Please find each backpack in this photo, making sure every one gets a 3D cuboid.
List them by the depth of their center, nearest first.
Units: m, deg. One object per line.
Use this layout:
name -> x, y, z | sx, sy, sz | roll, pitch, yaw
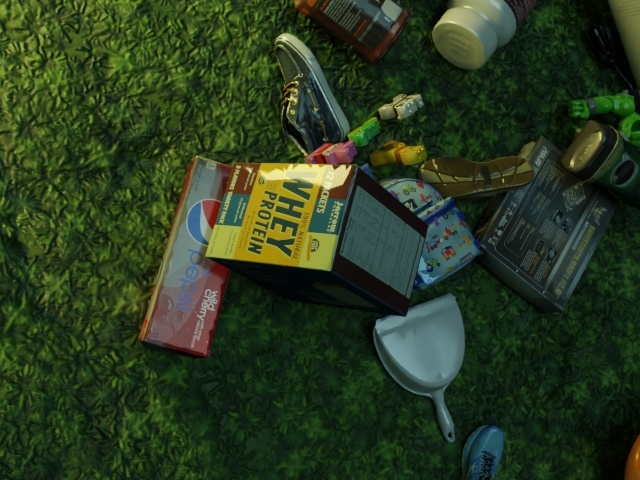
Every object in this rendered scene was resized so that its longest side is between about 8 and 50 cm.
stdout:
backpack -> 0.134, -0.018, 1.188 | 0.158, 0.117, 0.173 | -26, 88, -22

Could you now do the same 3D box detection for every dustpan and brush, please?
dustpan and brush -> 0.170, 0.203, 1.203 | 0.147, 0.060, 0.211 | -18, 81, -19

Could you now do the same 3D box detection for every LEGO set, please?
LEGO set -> 0.096, -0.137, 1.181 | 0.227, 0.093, 0.087 | -39, 118, -34

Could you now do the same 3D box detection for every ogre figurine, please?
ogre figurine -> 0.504, -0.166, 1.350 | 0.118, 0.097, 0.197 | -30, 80, -9

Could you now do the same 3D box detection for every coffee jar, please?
coffee jar -> 0.482, -0.116, 1.276 | 0.184, 0.079, 0.096 | 25, 112, -18

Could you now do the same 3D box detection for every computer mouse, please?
computer mouse -> 0.527, -0.269, 1.389 | 0.041, 0.071, 0.242 | -31, 91, -10

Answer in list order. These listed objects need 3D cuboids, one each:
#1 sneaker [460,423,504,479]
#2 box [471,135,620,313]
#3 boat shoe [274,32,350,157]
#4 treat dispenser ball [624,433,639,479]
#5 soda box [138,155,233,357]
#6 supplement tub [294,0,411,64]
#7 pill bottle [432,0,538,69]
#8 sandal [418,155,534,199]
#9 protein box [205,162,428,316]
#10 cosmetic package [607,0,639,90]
sneaker -> 0.245, 0.355, 1.188 | 0.063, 0.073, 0.162 | 25, 74, -13
box -> 0.363, -0.026, 1.298 | 0.183, 0.056, 0.231 | 37, 72, -11
boat shoe -> -0.033, -0.215, 1.186 | 0.083, 0.065, 0.183 | -34, 95, -25
treat dispenser ball -> 0.610, 0.379, 1.196 | 0.288, 0.288, 0.288 | 3, 80, -19
soda box -> -0.169, 0.025, 1.093 | 0.092, 0.083, 0.263 | 18, 77, -15
supplement tub -> 0.033, -0.366, 1.213 | 0.198, 0.106, 0.106 | 34, 72, -11
pill bottle -> 0.282, -0.390, 1.294 | 0.121, 0.121, 0.221 | 40, 71, -9
sandal -> 0.246, -0.095, 1.261 | 0.180, 0.049, 0.072 | -4, 67, 2
protein box -> 0.000, 0.000, 1.052 | 0.201, 0.200, 0.136 | 33, 67, -51
cosmetic package -> 0.633, -0.382, 1.347 | 0.217, 0.156, 0.385 | -32, 110, -21
